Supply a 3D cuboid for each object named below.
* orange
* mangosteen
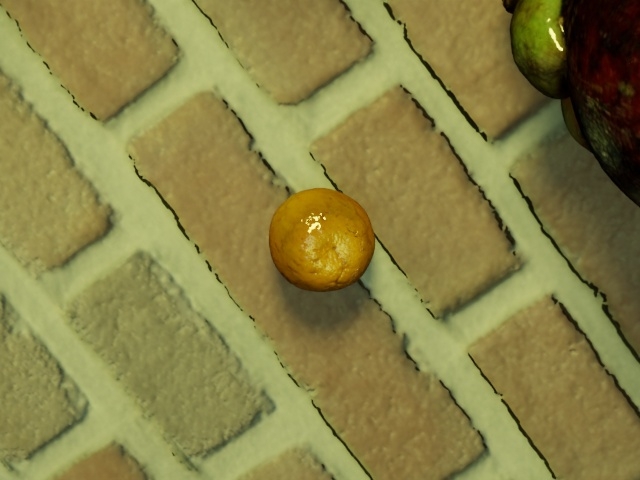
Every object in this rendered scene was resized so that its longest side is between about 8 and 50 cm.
[{"bbox_3d":[0.000,0.000,1.322,0.083,0.070,0.083,-3,105,-11],"label":"orange"},{"bbox_3d":[0.278,-0.140,1.167,0.300,0.300,0.300,0,106,1],"label":"mangosteen"}]
